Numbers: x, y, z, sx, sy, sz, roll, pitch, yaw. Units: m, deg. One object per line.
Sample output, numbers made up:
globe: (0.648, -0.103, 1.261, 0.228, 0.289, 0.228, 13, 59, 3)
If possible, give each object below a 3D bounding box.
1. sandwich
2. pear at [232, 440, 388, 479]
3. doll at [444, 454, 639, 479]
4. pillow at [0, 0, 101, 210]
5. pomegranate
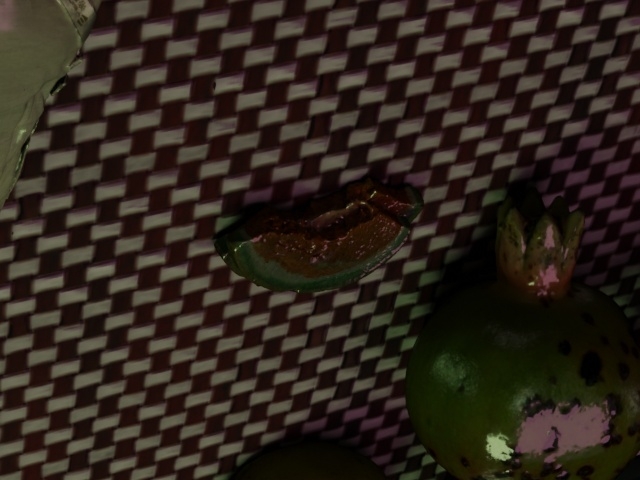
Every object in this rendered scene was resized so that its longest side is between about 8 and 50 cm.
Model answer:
sandwich: (0.001, 0.001, 1.173, 0.135, 0.029, 0.067, -14, 140, -24)
pear: (-0.008, 0.209, 1.348, 0.141, 0.104, 0.141, -17, 141, -14)
doll: (0.235, 0.223, 1.342, 0.339, 0.318, 0.209, -26, 122, 31)
pillow: (-0.200, -0.048, 0.957, 0.148, 0.050, 0.230, 3, 131, -30)
pomegranate: (0.136, 0.071, 1.262, 0.159, 0.159, 0.205, -10, 113, -27)
